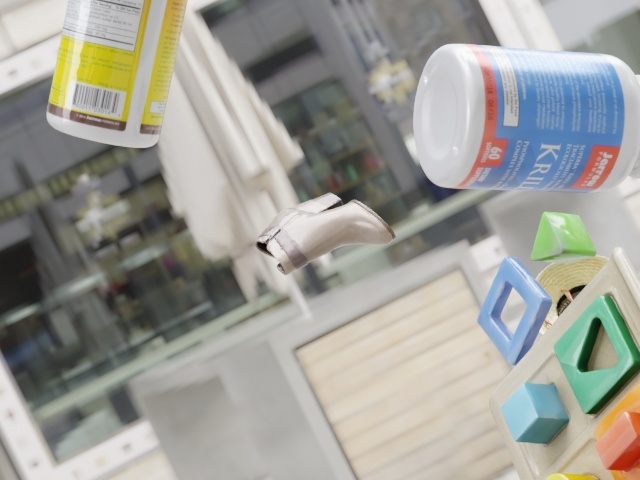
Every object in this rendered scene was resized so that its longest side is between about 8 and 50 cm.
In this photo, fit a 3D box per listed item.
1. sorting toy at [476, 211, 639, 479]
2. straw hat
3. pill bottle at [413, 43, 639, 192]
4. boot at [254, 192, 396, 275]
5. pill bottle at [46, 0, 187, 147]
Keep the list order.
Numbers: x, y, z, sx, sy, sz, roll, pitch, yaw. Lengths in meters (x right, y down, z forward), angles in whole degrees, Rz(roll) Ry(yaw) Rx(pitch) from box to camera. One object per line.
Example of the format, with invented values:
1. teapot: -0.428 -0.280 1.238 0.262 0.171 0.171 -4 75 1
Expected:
1. sorting toy: 0.183 0.131 1.106 0.047 0.347 0.196 5 -45 -29
2. straw hat: 0.335 0.092 2.055 0.144 0.144 0.061 -27 -41 -8
3. pill bottle: 0.203 -0.103 1.391 0.221 0.124 0.124 1 -10 -20
4. boot: 0.000 0.000 1.397 0.087 0.042 0.118 -37 32 -18
5. pill bottle: -0.200 -0.208 1.608 0.117 0.215 0.117 13 8 -2
